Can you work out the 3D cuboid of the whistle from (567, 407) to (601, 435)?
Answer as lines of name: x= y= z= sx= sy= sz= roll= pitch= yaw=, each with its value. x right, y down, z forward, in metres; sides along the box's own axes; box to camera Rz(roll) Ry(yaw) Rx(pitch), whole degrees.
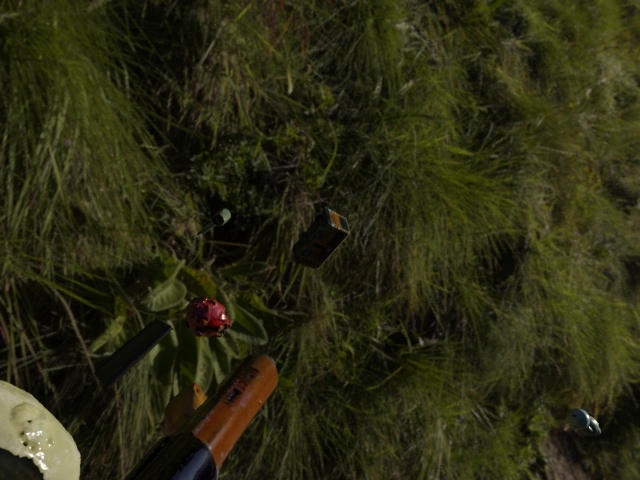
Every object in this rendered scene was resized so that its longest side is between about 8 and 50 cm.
whistle: x=0.472 y=0.326 z=0.851 sx=0.100 sy=0.035 sz=0.035 roll=36 pitch=17 yaw=-29

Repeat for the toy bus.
toy bus: x=0.000 y=0.000 z=1.436 sx=0.103 sy=0.182 sz=0.091 roll=24 pitch=33 yaw=-27

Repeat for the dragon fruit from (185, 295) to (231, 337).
dragon fruit: x=-0.367 y=0.252 z=1.543 sx=0.166 sy=0.133 sz=0.136 roll=34 pitch=35 yaw=-42

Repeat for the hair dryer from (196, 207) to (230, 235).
hair dryer: x=-0.390 y=-0.057 z=1.692 sx=0.047 sy=0.150 sz=0.071 roll=56 pitch=20 yaw=-12

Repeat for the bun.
bun: x=-0.565 y=0.343 z=0.752 sx=0.364 sy=0.364 sz=0.202 roll=29 pitch=19 yaw=-22

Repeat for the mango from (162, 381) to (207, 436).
mango: x=-0.432 y=0.583 z=1.539 sx=0.166 sy=0.236 sz=0.136 roll=51 pitch=40 yaw=-1

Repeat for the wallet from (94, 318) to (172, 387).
wallet: x=-0.743 y=0.439 z=1.899 sx=0.172 sy=0.318 sz=0.045 roll=9 pitch=-45 yaw=49

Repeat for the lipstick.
lipstick: x=-0.132 y=0.228 z=0.547 sx=0.077 sy=0.077 sz=0.418 roll=38 pitch=14 yaw=4
